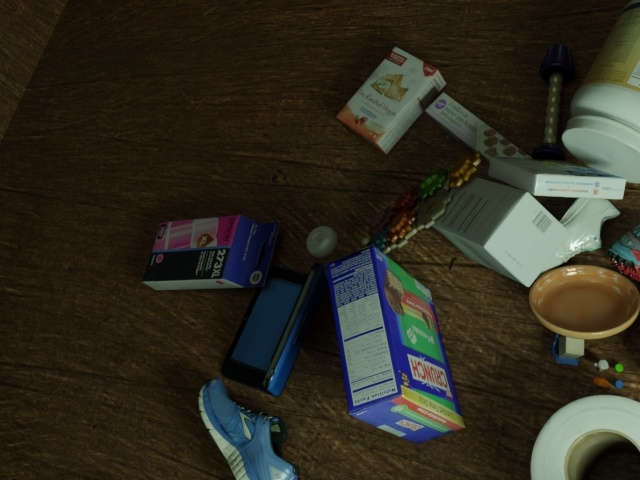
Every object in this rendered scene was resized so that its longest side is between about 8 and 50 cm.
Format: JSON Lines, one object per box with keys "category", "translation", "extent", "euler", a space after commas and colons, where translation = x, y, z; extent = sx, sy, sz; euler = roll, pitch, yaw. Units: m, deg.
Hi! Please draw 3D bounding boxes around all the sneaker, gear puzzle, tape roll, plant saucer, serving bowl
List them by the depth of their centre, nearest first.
{"category": "tape roll", "translation": [0.489, 0.395, 1.380], "extent": [0.246, 0.169, 0.246], "euler": [-15, 59, 25]}
{"category": "sneaker", "translation": [0.655, 0.044, 1.506], "extent": [0.125, 0.104, 0.262], "euler": [-50, 51, -4]}
{"category": "plant saucer", "translation": [0.492, 0.119, 1.559], "extent": [0.200, 0.037, 0.200], "euler": [-7, 36, 5]}
{"category": "sneaker", "translation": [0.504, 0.001, 1.644], "extent": [0.094, 0.080, 0.212], "euler": [37, 87, 26]}
{"category": "gear puzzle", "translation": [0.206, -0.080, 1.770], "extent": [0.339, 0.044, 0.175], "euler": [-37, 22, 36]}
{"category": "sneaker", "translation": [-0.149, 0.418, 1.803], "extent": [0.147, 0.129, 0.330], "euler": [-35, 54, -7]}
{"category": "serving bowl", "translation": [0.000, 0.000, 1.975], "extent": [0.083, 0.027, 0.083], "euler": [-14, 58, 24]}

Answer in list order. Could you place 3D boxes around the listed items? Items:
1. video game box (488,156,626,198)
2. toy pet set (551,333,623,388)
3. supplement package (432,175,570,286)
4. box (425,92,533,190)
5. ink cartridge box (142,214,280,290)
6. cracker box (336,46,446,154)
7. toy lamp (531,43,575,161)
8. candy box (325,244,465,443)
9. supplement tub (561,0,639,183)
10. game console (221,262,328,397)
{"category": "video game box", "translation": [0.455, -0.124, 1.625], "extent": [0.205, 0.187, 0.048], "euler": [-131, 42, -70]}
{"category": "toy pet set", "translation": [0.496, 0.214, 1.555], "extent": [0.114, 0.065, 0.122], "euler": [9, 69, -3]}
{"category": "supplement package", "translation": [0.344, -0.027, 1.650], "extent": [0.134, 0.139, 0.244], "euler": [-52, 23, -2]}
{"category": "box", "translation": [0.361, -0.218, 1.848], "extent": [0.063, 0.067, 0.324], "euler": [-45, 52, 3]}
{"category": "ink cartridge box", "translation": [-0.278, 0.032, 2.086], "extent": [0.371, 0.069, 0.175], "euler": [-3, 63, 34]}
{"category": "cracker box", "translation": [0.171, -0.342, 2.027], "extent": [0.232, 0.067, 0.156], "euler": [-50, 52, -1]}
{"category": "toy lamp", "translation": [0.502, -0.296, 1.797], "extent": [0.080, 0.080, 0.274], "euler": [1, 67, 32]}
{"category": "candy box", "translation": [0.144, 0.207, 1.625], "extent": [0.122, 0.268, 0.317], "euler": [-24, 56, 24]}
{"category": "supplement tub", "translation": [0.629, -0.293, 1.619], "extent": [0.228, 0.228, 0.316], "euler": [25, 80, 38]}
{"category": "game console", "translation": [-0.115, 0.183, 1.865], "extent": [0.173, 0.250, 0.293], "euler": [20, 76, 10]}
